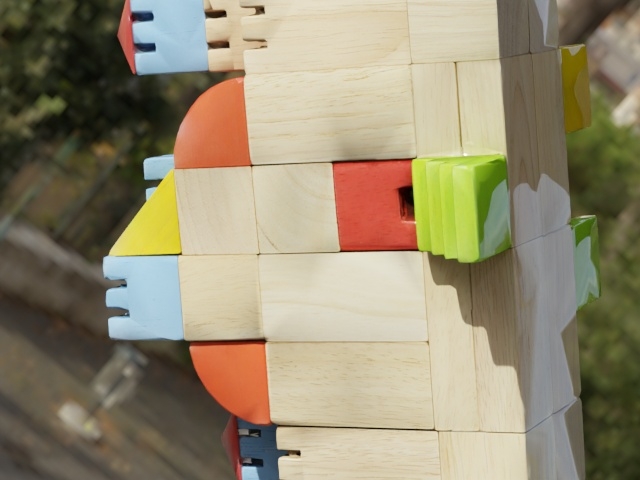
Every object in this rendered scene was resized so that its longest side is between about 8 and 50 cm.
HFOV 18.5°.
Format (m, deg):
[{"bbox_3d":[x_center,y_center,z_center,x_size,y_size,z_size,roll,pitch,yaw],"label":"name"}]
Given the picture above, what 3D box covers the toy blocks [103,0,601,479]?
[{"bbox_3d":[0.000,0.000,1.086,0.261,0.381,0.191,-1,8,26],"label":"toy blocks"}]
